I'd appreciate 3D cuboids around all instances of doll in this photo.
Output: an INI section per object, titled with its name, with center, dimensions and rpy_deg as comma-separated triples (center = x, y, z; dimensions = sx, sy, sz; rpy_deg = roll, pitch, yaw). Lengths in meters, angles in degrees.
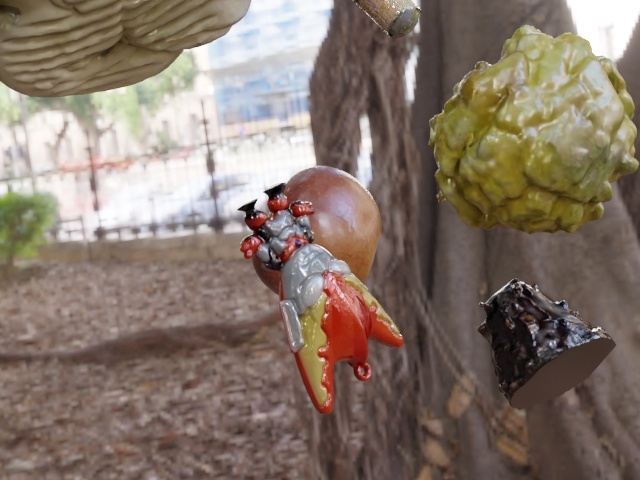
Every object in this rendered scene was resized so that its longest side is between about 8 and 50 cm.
[doll]
center = -0.007, 0.038, 0.857
dimensions = 0.109, 0.169, 0.057
rpy_deg = -37, 6, -41

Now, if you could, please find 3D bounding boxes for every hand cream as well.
[hand cream]
center = 0.039, -0.306, 1.257
dimensions = 0.084, 0.203, 0.084
rpy_deg = -31, -25, -17

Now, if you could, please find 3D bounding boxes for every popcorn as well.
[popcorn]
center = 0.245, -0.121, 1.290
dimensions = 0.249, 0.249, 0.225
rpy_deg = -8, -3, -14

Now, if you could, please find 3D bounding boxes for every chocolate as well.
[chocolate]
center = 0.258, 0.109, 1.338
dimensions = 0.156, 0.133, 0.156
rpy_deg = -24, -27, -13

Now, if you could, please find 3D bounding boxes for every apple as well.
[apple]
center = 0.000, 0.000, 1.528
dimensions = 0.162, 0.201, 0.201
rpy_deg = 29, 7, 2

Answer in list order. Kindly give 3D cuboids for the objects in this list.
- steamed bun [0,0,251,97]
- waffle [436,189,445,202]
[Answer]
[steamed bun]
center = -0.231, -0.328, 1.082
dimensions = 0.339, 0.247, 0.352
rpy_deg = -29, -27, 12
[waffle]
center = 0.190, -0.081, 1.520
dimensions = 0.078, 0.016, 0.085
rpy_deg = -46, -6, 5
